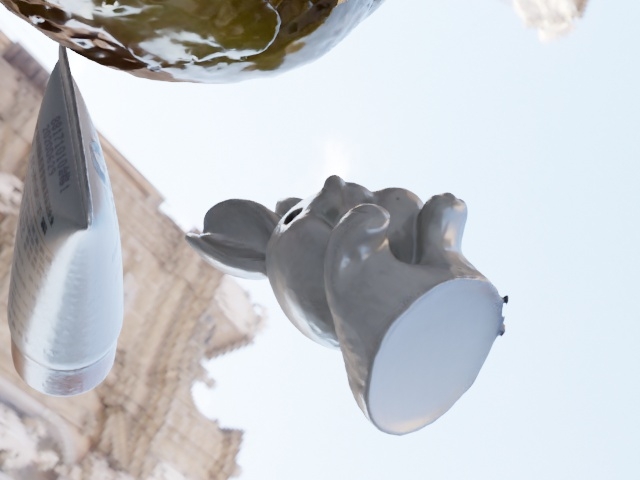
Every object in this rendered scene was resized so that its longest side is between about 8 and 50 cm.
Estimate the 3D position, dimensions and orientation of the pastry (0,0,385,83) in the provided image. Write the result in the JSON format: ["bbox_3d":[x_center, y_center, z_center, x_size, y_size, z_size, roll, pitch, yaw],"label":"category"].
[{"bbox_3d":[-0.085,-0.256,0.681,0.164,0.356,0.356,-11,-131,52],"label":"pastry"}]

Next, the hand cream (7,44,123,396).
[{"bbox_3d":[-0.187,0.002,0.853,0.089,0.314,0.140,-7,-119,-16],"label":"hand cream"}]

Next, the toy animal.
[{"bbox_3d":[0.003,0.000,0.680,0.103,0.131,0.221,-24,-141,-25],"label":"toy animal"}]
